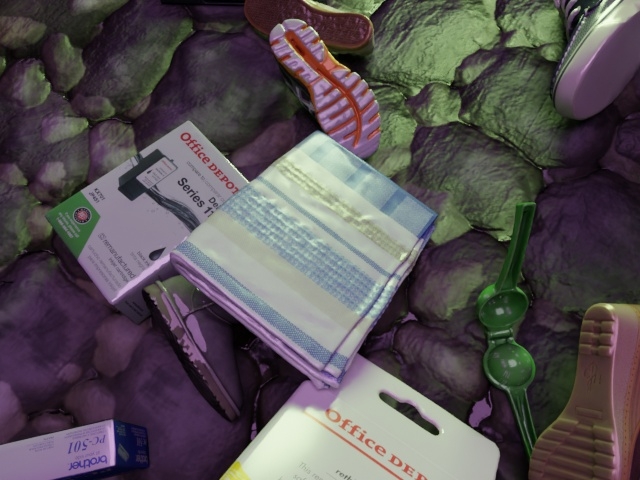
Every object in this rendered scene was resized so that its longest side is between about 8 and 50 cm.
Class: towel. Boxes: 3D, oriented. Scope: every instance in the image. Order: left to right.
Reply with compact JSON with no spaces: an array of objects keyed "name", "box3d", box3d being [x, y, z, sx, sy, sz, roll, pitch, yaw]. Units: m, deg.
[{"name":"towel","box3d":[0.000,0.000,0.576,0.209,0.034,0.285,37,50,5]}]

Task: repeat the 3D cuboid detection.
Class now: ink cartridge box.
[{"name":"ink cartridge box","box3d":[-0.289,0.227,0.509,0.207,0.097,0.046,-13,65,-4]},{"name":"ink cartridge box","box3d":[-0.192,-0.026,0.630,0.208,0.086,0.153,-39,70,-16]},{"name":"ink cartridge box","box3d":[0.005,0.261,0.420,0.207,0.119,0.353,31,32,15]}]

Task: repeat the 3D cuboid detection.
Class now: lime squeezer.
[{"name":"lime squeezer","box3d":[0.215,0.113,0.551,0.059,0.110,0.309,-8,95,-19]}]

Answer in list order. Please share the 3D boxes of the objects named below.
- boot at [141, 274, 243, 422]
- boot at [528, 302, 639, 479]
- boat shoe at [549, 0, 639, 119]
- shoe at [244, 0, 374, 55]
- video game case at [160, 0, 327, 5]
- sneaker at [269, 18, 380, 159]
[{"name":"boot","box3d":[-0.071,0.073,0.593,0.209,0.076,0.189,-29,92,-30]},{"name":"boot","box3d":[0.315,0.191,0.488,0.207,0.090,0.248,19,84,-22]},{"name":"boat shoe","box3d":[0.394,-0.321,0.747,0.340,0.127,0.158,-48,48,-11]},{"name":"shoe","box3d":[-0.018,-0.328,0.788,0.219,0.058,0.076,24,99,17]},{"name":"video game case","box3d":[-0.120,-0.476,0.872,0.275,0.026,0.195,3,65,4]},{"name":"sneaker","box3d":[0.010,-0.203,0.714,0.084,0.083,0.214,-33,86,-8]}]
